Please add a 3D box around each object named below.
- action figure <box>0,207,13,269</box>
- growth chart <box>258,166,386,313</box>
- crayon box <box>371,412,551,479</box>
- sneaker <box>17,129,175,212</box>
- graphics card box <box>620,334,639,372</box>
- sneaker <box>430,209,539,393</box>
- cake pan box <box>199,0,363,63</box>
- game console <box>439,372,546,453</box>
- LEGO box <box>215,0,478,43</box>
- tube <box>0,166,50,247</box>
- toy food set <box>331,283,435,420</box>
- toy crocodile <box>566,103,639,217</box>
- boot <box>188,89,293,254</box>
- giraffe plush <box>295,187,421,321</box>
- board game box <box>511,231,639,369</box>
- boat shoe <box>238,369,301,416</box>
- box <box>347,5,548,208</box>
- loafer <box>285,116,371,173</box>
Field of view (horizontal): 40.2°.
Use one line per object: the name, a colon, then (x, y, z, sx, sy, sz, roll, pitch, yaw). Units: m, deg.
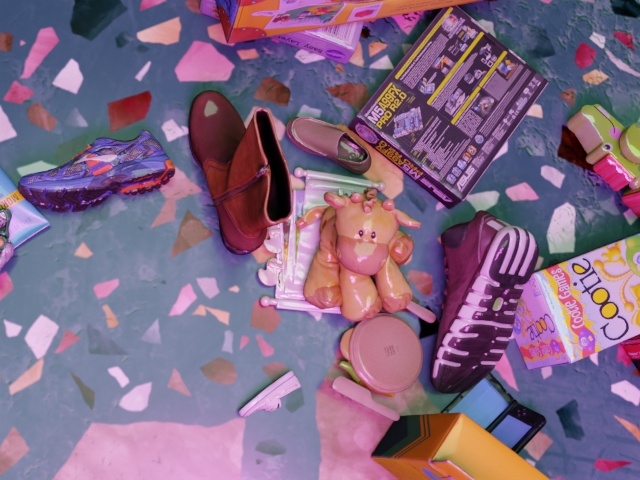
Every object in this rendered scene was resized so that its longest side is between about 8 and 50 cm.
action figure: (-0.491, 0.055, 1.192, 0.137, 0.063, 0.232, 32, 78, -17)
growth chart: (0.000, 0.000, 1.338, 0.171, 0.021, 0.237, 14, 76, -9)
crayon box: (0.207, 0.320, 1.162, 0.202, 0.318, 0.081, 38, 73, -3)
sneaker: (-0.326, -0.102, 1.265, 0.221, 0.083, 0.087, -14, 71, -22)
graphics card box: (0.640, 0.278, 1.315, 0.094, 0.233, 0.371, -31, 86, -15)
sneaker: (0.222, 0.083, 1.336, 0.106, 0.162, 0.282, 13, 110, -28)
cake pan box: (-0.032, -0.438, 1.400, 0.266, 0.070, 0.246, 16, 77, -9)
game console: (0.256, 0.273, 1.316, 0.122, 0.107, 0.071, -41, 118, -17)
LEGO box: (0.064, -0.539, 1.308, 0.499, 0.193, 0.373, -13, 81, -16)
tube: (-0.478, -0.084, 1.238, 0.080, 0.052, 0.207, -35, 95, -7)
toy food set: (0.093, 0.168, 1.321, 0.132, 0.038, 0.192, 31, 63, -10)
toy crocodile: (0.536, -0.088, 1.429, 0.340, 0.115, 0.105, 45, 74, -1)
boot: (-0.117, -0.122, 1.201, 0.096, 0.280, 0.264, -5, 80, -14)
giraffe plush: (0.062, 0.000, 1.247, 0.181, 0.170, 0.210, -12, 78, -13)
board game box: (0.442, 0.083, 1.357, 0.275, 0.144, 0.142, -19, 83, -17)
boat shoe: (-0.071, 0.230, 1.268, 0.100, 0.035, 0.035, -34, 85, -24)
box: (0.209, -0.221, 1.413, 0.216, 0.060, 0.270, 38, 73, -2)
loafer: (0.017, -0.155, 1.359, 0.148, 0.050, 0.056, 24, 74, -7)
